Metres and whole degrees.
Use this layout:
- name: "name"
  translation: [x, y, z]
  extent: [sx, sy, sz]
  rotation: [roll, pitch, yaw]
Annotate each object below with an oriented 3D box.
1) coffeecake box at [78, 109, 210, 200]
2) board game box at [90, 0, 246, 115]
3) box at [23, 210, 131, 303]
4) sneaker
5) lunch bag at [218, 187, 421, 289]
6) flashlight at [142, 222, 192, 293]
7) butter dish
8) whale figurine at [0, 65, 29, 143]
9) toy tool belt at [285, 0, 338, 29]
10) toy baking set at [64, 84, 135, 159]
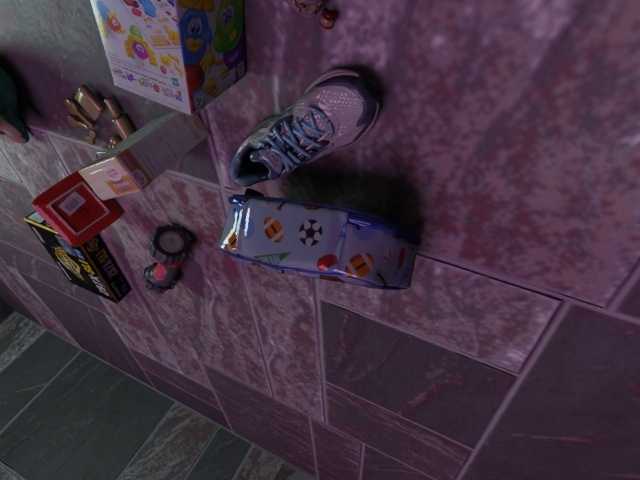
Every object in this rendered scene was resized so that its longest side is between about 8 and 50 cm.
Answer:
- name: "coffeecake box"
  translation: [-0.315, -0.159, 0.779]
  extent: [0.142, 0.185, 0.068]
  rotation: [-3, 128, 39]
- name: "board game box"
  translation: [-0.193, -0.330, 0.543]
  extent: [0.144, 0.142, 0.275]
  rotation: [24, 141, 13]
- name: "box"
  translation: [-0.821, 0.057, 1.476]
  extent: [0.257, 0.079, 0.322]
  rotation: [17, 138, 20]
- name: "sneaker"
  translation: [-0.034, -0.144, 0.638]
  extent: [0.283, 0.122, 0.110]
  rotation: [-19, 118, 46]
- name: "lunch bag"
  translation: [0.000, 0.000, 0.708]
  extent: [0.303, 0.115, 0.243]
  rotation: [13, -179, 28]
- name: "flashlight"
  translation: [-0.429, 0.059, 1.170]
  extent: [0.304, 0.103, 0.103]
  rotation: [-40, 76, 52]
- name: "butter dish"
  translation: [-0.649, -0.092, 1.157]
  extent: [0.118, 0.160, 0.160]
  rotation: [19, 146, 57]
- name: "whale figurine"
  translation: [-0.775, -0.331, 1.013]
  extent: [0.216, 0.141, 0.272]
  rotation: [35, 167, 0]
- name: "toy tool belt"
  translation: [-0.011, -0.299, 0.516]
  extent: [0.083, 0.052, 0.051]
  rotation: [37, 151, -3]
- name: "toy baking set"
  translation: [-0.466, -0.221, 0.959]
  extent: [0.196, 0.030, 0.256]
  rotation: [8, 135, 35]
